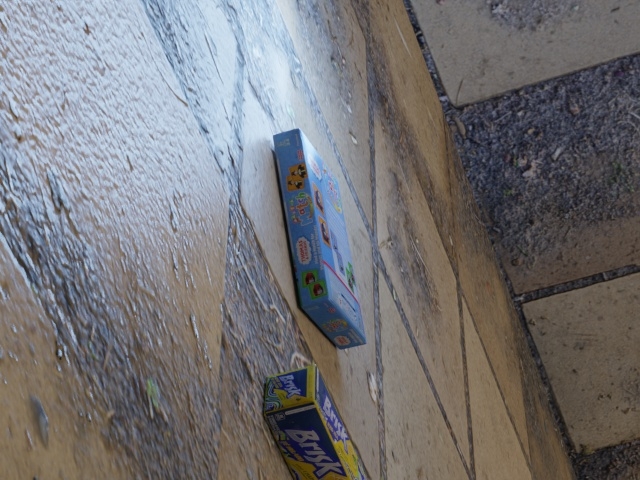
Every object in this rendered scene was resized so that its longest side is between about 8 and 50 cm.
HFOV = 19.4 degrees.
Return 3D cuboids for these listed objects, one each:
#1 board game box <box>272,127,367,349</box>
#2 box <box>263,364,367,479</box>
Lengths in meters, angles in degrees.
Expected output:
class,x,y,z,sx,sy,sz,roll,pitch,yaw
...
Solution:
class,x,y,z,sx,sy,sz,roll,pitch,yaw
board game box,0.000,0.000,2.121,0.160,0.039,0.212,51,27,-63
box,-0.002,0.204,1.827,0.059,0.054,0.169,-89,160,-53
